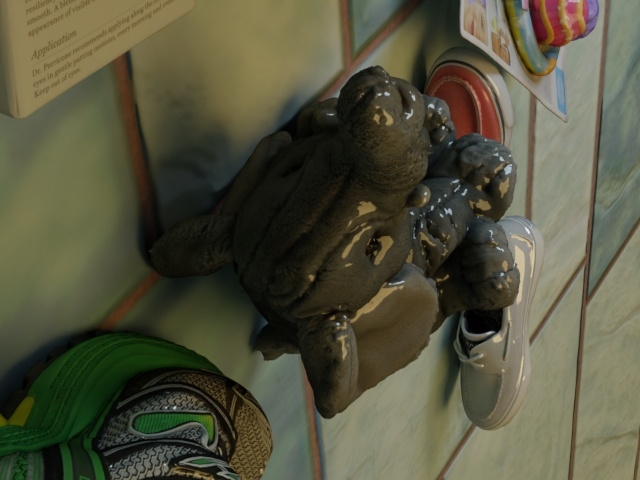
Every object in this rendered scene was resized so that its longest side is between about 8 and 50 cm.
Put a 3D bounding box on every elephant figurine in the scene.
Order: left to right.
[{"bbox_3d":[0.000,0.000,0.755,0.239,0.169,0.186,-21,112,-66],"label":"elephant figurine"}]

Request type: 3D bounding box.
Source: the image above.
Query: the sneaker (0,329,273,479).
[{"bbox_3d":[-0.085,0.132,0.657,0.343,0.146,0.134,-20,125,-74],"label":"sneaker"}]

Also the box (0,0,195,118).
[{"bbox_3d":[-0.111,-0.111,0.505,0.101,0.102,0.087,-43,145,-44],"label":"box"}]

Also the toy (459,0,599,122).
[{"bbox_3d":[0.151,-0.174,1.000,0.237,0.056,0.136,18,69,-61],"label":"toy"}]

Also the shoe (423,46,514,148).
[{"bbox_3d":[0.084,-0.039,0.998,0.081,0.063,0.178,-52,153,-40],"label":"shoe"}]

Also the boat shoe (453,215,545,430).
[{"bbox_3d":[0.137,0.072,1.195,0.063,0.066,0.184,-12,122,-46],"label":"boat shoe"}]
